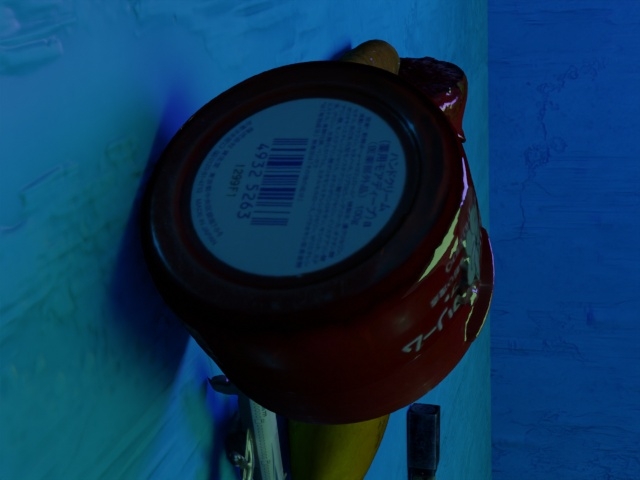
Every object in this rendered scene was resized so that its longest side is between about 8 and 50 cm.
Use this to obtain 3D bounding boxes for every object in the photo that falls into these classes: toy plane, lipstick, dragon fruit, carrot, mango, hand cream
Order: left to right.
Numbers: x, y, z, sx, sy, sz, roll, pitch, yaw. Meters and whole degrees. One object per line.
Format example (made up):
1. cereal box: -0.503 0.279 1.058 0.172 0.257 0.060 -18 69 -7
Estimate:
1. toy plane: -0.049 0.172 0.792 0.226 0.058 0.226 -71 154 -44
2. hand cream: 0.000 0.000 0.650 0.149 0.230 0.230 62 32 -54
3. mango: 0.023 0.166 0.945 0.141 0.102 0.217 161 -57 -78
4. carrot: 0.037 -0.189 1.082 0.210 0.061 0.061 -42 132 -64
5. dragon fruit: 0.130 -0.131 1.274 0.262 0.134 0.211 -63 157 -58
6. lipstick: 0.181 0.440 1.654 0.051 0.051 0.312 -40 131 -72
